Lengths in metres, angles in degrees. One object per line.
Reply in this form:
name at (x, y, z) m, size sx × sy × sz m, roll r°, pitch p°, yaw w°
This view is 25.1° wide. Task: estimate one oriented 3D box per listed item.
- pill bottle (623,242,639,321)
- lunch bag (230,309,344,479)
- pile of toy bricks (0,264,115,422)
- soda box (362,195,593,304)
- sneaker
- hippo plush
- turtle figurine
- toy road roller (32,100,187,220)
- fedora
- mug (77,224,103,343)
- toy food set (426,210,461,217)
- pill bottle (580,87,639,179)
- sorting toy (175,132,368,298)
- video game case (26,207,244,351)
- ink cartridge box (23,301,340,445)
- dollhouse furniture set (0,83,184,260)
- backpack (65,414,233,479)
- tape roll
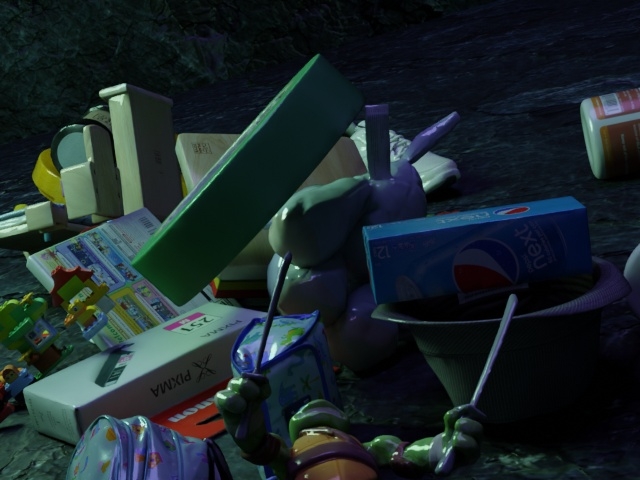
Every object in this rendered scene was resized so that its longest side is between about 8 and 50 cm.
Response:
pill bottle at (0.410, 0.013, 1.518) m, size 0.121 × 0.121 × 0.221 m, roll -3°, pitch 19°, yaw 33°
lunch bag at (-0.035, 0.153, 1.385) m, size 0.096 × 0.129 × 0.151 m, roll -8°, pitch 16°, yaw 18°
pile of toy bricks at (-0.350, 0.113, 1.687) m, size 0.212 × 0.105 × 0.118 m, roll -43°, pitch 12°, yaw 2°
soda box at (0.149, 0.009, 1.378) m, size 0.210 × 0.067 × 0.071 m, roll -9°, pitch 11°, yaw 0°
sneaker at (0.104, -0.128, 2.267) m, size 0.110 × 0.118 × 0.292 m, roll -22°, pitch 19°, yaw -33°
hippo plush at (0.000, 0.000, 1.661) m, size 0.234 × 0.294 × 0.236 m, roll 2°, pitch -3°, yaw -34°
turtle figurine at (0.024, 0.159, 1.127) m, size 0.275 × 0.197 × 0.266 m, roll -48°, pitch 25°, yaw 20°
toy road roller at (-0.301, -0.058, 2.299) m, size 0.329 × 0.241 × 0.202 m, roll 26°, pitch 19°, yaw -1°
fedora at (0.183, 0.100, 1.396) m, size 0.243 × 0.124 × 0.275 m, roll -5°, pitch 12°, yaw 23°
mug at (-0.243, 0.043, 1.915) m, size 0.169 × 0.150 × 0.113 m, roll -16°, pitch 3°, yaw -25°
toy food set at (0.175, -0.023, 2.016) m, size 0.082 × 0.020 × 0.083 m, roll -12°, pitch 16°, yaw 4°
pill bottle at (0.491, -0.165, 2.068) m, size 0.216 × 0.121 × 0.121 m, roll -11°, pitch 16°, yaw 7°
sorting toy at (-0.049, -0.025, 1.903) m, size 0.255 × 0.089 × 0.257 m, roll 0°, pitch 43°, yaw -21°
video game case at (-0.233, 0.061, 1.820) m, size 0.193 × 0.023 × 0.212 m, roll -26°, pitch 61°, yaw -40°
ink cartridge box at (-0.157, 0.155, 1.608) m, size 0.275 × 0.060 × 0.239 m, roll -24°, pitch 18°, yaw -35°
dollhouse furniture set at (-0.385, -0.091, 2.059) m, size 0.303 × 0.198 × 0.286 m, roll -13°, pitch -10°, yaw 22°
backpack at (-0.136, 0.220, 1.088) m, size 0.152 × 0.115 × 0.182 m, roll -39°, pitch 37°, yaw 37°
tape roll at (-0.082, -0.069, 1.625) m, size 0.321 × 0.077 × 0.321 m, roll -47°, pitch 6°, yaw 7°
